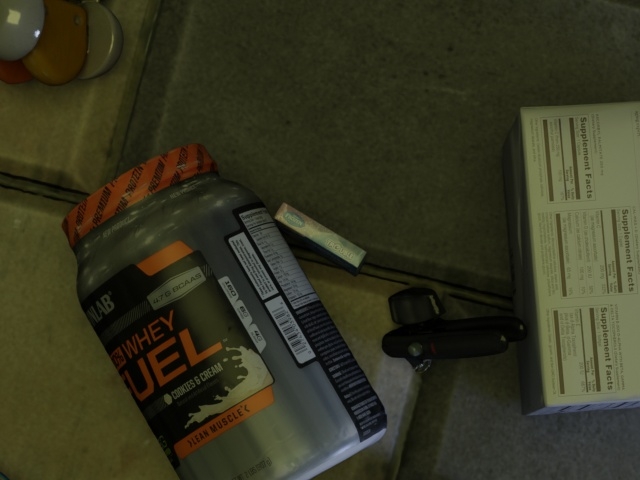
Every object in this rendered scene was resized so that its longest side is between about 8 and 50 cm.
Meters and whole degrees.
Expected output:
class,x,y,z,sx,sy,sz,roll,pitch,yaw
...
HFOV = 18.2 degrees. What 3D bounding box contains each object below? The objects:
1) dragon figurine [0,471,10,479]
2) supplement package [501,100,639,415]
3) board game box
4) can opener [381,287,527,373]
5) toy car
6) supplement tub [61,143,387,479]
class,x,y,z,sx,sy,sz,roll,pitch,yaw
dragon figurine,-0.321,0.249,1.804,0.085,0.144,0.289,-42,78,5
supplement package,0.252,0.021,1.806,0.145,0.204,0.262,-3,83,0
board game box,0.000,0.000,1.866,0.090,0.090,0.020,31,84,4
can opener,0.117,0.087,1.821,0.059,0.186,0.073,-36,110,-25
toy car,-0.274,-0.234,1.883,0.136,0.159,0.182,-1,82,37
supplement tub,-0.093,0.084,1.805,0.193,0.193,0.316,-30,83,-4
